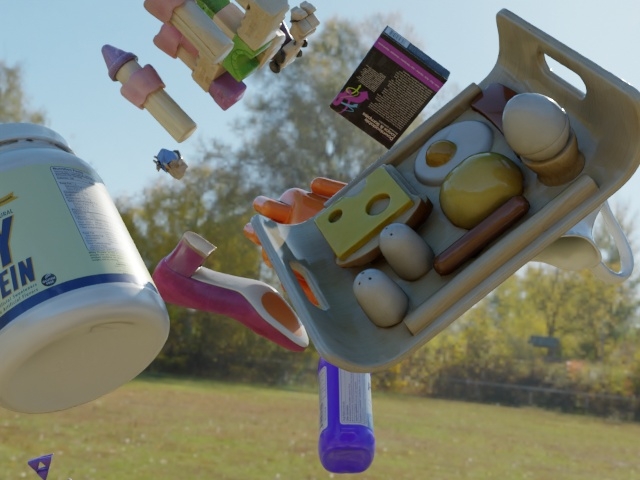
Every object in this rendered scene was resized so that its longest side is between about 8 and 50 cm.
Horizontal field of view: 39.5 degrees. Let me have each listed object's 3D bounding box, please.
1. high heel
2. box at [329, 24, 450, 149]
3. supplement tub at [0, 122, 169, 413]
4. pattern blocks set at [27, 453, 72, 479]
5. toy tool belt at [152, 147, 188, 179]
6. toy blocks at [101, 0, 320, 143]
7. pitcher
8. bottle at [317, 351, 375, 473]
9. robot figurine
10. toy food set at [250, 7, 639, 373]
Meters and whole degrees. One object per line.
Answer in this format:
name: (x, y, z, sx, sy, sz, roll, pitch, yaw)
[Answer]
high heel: (-0.135, 0.103, 1.284, 0.244, 0.117, 0.082, 37, 25, 0)
box: (0.099, -0.221, 1.312, 0.116, 0.029, 0.162, 36, -47, -6)
supplement tub: (-0.360, 0.030, 1.148, 0.235, 0.325, 0.235, -25, -29, -15)
pattern blocks set: (-0.422, 0.517, 1.535, 0.285, 0.324, 0.026, -30, 8, 0)
toy tool belt: (-0.282, -0.148, 1.635, 0.051, 0.052, 0.083, 20, 15, -43)
toy blocks: (-0.177, -0.363, 1.330, 0.260, 0.309, 0.288, 46, -31, 3)
pitcher: (0.317, -0.056, 1.107, 0.178, 0.207, 0.125, 23, -31, -24)
bottle: (0.041, 0.242, 1.497, 0.092, 0.282, 0.118, 0, -41, -1)
robot figurine: (-0.001, 0.002, 1.317, 0.219, 0.158, 0.128, 18, -36, -21)
toy food set: (0.089, -0.055, 0.748, 0.092, 0.306, 0.219, 48, 5, -37)
